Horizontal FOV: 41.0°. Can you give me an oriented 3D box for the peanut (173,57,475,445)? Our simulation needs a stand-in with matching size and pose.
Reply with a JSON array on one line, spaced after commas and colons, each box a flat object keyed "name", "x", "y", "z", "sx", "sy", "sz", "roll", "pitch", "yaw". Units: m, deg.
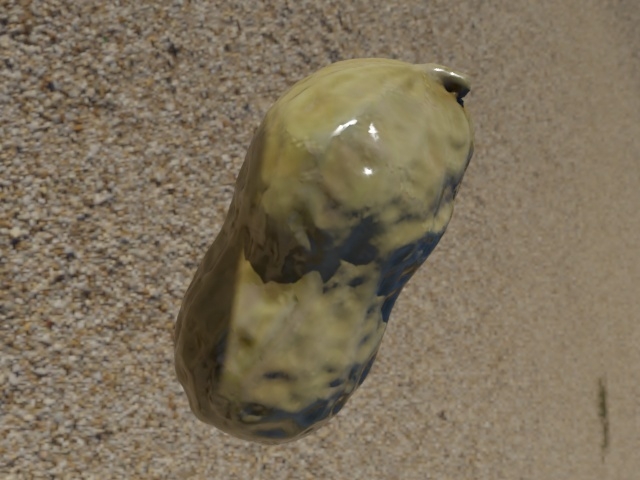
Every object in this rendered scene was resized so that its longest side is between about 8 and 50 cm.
[{"name": "peanut", "x": -0.003, "y": -0.006, "z": 0.575, "sx": 0.159, "sy": 0.143, "sz": 0.291, "roll": 38, "pitch": 79, "yaw": -51}]
